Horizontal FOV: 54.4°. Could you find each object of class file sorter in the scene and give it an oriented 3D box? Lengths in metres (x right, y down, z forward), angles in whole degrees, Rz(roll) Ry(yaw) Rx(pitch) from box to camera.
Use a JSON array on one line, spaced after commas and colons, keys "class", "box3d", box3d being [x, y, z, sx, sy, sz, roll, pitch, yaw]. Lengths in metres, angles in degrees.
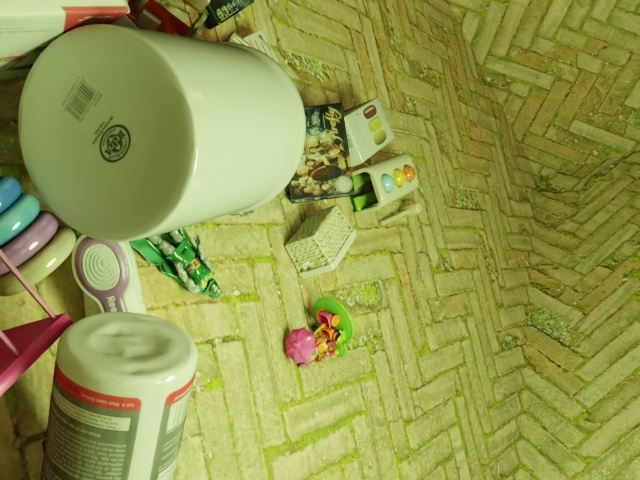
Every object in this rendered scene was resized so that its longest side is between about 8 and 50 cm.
[{"class": "file sorter", "box3d": [-0.500, 0.142, 0.740, 0.182, 0.202, 0.291, 58, 38, -21]}]

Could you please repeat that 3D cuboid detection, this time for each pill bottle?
[{"class": "pill bottle", "box3d": [-0.279, 0.273, 0.845, 0.176, 0.176, 0.319, -13, 123, -55]}]

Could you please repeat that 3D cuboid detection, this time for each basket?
[{"class": "basket", "box3d": [0.000, 0.000, 1.572, 0.103, 0.113, 0.167, 57, 38, -17]}]

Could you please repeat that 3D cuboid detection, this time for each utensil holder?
[{"class": "utensil holder", "box3d": [-0.239, -0.178, 1.040, 0.328, 0.327, 0.385, 71, 21, -6]}]

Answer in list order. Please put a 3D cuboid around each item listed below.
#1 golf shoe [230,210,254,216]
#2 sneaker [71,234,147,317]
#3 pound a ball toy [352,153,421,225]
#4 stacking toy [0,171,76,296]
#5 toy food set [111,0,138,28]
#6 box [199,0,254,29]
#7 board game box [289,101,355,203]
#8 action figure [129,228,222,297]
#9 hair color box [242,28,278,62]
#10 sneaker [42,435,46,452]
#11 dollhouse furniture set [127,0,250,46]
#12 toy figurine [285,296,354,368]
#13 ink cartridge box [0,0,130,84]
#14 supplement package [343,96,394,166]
[{"class": "golf shoe", "box3d": [-0.208, -0.116, 1.364, 0.176, 0.069, 0.086, 35, 45, -44]}, {"class": "sneaker", "box3d": [-0.335, 0.118, 1.050, 0.152, 0.114, 0.306, -128, -146, -73]}, {"class": "pound a ball toy", "box3d": [0.222, -0.147, 1.913, 0.319, 0.135, 0.208, -27, 99, -54]}, {"class": "stacking toy", "box3d": [-0.499, -0.083, 0.868, 0.330, 0.141, 0.141, 58, 38, -26]}, {"class": "toy food set", "box3d": [-0.408, -0.468, 1.083, 0.220, 0.092, 0.306, 45, 9, -36]}, {"class": "box", "box3d": [-0.258, -0.625, 1.498, 0.184, 0.045, 0.191, 61, 36, -23]}, {"class": "board game box", "box3d": [-0.009, -0.225, 1.603, 0.042, 0.164, 0.244, 91, -8, -80]}, {"class": "action figure", "box3d": [-0.272, 0.029, 1.222, 0.232, 0.063, 0.137, 53, 48, -26]}, {"class": "hair color box", "box3d": [-0.180, -0.449, 1.534, 0.093, 0.053, 0.167, 61, 38, -17]}, {"class": "sneaker", "box3d": [-0.363, 0.341, 0.989, 0.077, 0.071, 0.178, -78, 146, -54]}, {"class": "dollhouse furniture set", "box3d": [-0.295, -0.435, 1.339, 0.259, 0.135, 0.262, 32, 52, -31]}, {"class": "toy figurine", "box3d": [-0.016, 0.245, 1.487, 0.159, 0.130, 0.173, -32, 129, -40]}, {"class": "ink cartridge box", "box3d": [-0.460, -0.318, 0.873, 0.226, 0.306, 0.131, -33, 105, -53]}, {"class": "supplement package", "box3d": [0.091, -0.303, 1.789, 0.244, 0.133, 0.139, -43, 113, -52]}]
